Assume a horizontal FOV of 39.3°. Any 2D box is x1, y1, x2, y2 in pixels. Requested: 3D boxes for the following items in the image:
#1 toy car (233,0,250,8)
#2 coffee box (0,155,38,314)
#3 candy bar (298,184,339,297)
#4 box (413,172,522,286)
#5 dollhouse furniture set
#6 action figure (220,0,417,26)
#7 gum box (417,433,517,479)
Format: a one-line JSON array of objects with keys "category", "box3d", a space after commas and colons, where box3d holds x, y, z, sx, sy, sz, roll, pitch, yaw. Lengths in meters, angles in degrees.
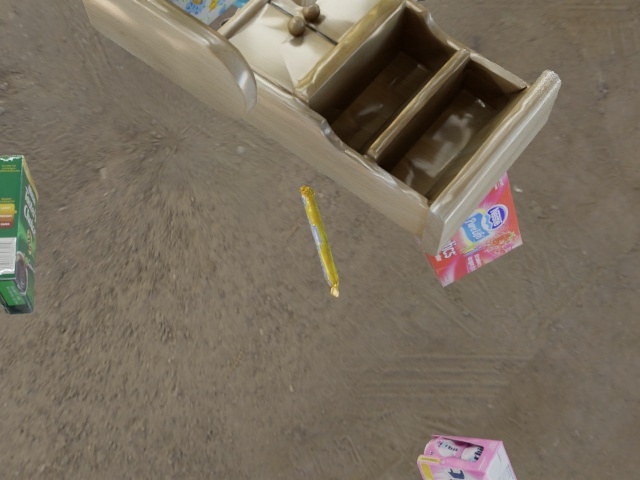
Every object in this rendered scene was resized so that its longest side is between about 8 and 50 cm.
[{"category": "toy car", "box3d": [-0.047, -0.279, 0.698, 0.238, 0.210, 0.219, 6, 127, -51]}, {"category": "coffee box", "box3d": [-0.406, -0.008, 1.187, 0.040, 0.113, 0.184, -3, 62, -7]}, {"category": "candy bar", "box3d": [0.000, 0.000, 1.248, 0.018, 0.040, 0.162, -18, 95, -9]}, {"category": "box", "box3d": [0.161, -0.060, 1.127, 0.128, 0.257, 0.123, -29, 61, 3]}, {"category": "dollhouse furniture set", "box3d": [0.029, -0.126, 0.393, 0.161, 0.242, 0.212, 35, 69, 16]}, {"category": "action figure", "box3d": [0.028, -0.326, 1.229, 0.330, 0.341, 0.179, -21, 140, 5]}, {"category": "gum box", "box3d": [0.216, 0.354, 1.241, 0.062, 0.107, 0.188, -47, 123, -42]}]
